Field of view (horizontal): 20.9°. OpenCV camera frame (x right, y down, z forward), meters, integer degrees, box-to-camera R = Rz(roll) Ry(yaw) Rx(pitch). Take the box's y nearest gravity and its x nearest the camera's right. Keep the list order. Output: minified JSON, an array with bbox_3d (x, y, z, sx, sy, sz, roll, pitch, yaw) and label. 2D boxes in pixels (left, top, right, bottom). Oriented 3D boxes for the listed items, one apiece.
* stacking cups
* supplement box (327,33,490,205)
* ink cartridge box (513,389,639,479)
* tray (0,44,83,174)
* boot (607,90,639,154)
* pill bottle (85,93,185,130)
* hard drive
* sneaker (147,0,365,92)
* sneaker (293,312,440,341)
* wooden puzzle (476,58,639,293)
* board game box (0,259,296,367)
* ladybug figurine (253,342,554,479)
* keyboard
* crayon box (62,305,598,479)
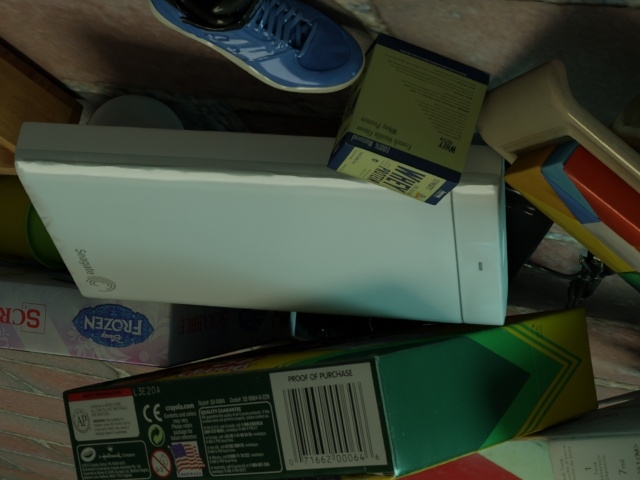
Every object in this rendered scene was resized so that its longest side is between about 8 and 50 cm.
[{"bbox_3d":[-0.170,-0.001,1.574,0.316,0.096,0.096,11,163,36],"label":"stacking cups"},{"bbox_3d":[0.059,-0.081,1.176,0.083,0.083,0.056,19,162,-7],"label":"supplement box"},{"bbox_3d":[0.306,0.171,1.531,0.275,0.060,0.239,-10,178,-35],"label":"ink cartridge box"},{"bbox_3d":[-0.422,-0.137,1.488,0.411,0.076,0.203,5,159,37],"label":"tray"},{"bbox_3d":[0.285,-0.024,1.145,0.269,0.089,0.236,28,148,-33],"label":"boot"},{"bbox_3d":[-0.167,-0.062,1.448,0.086,0.086,0.152,21,162,-12],"label":"pill bottle"},{"bbox_3d":[-0.035,-0.009,1.339,0.353,0.047,0.233,4,153,9],"label":"hard drive"},{"bbox_3d":[-0.039,-0.144,1.120,0.152,0.058,0.084,26,171,-5],"label":"sneaker"},{"bbox_3d":[0.047,0.082,1.752,0.170,0.051,0.089,11,162,5],"label":"sneaker"},{"bbox_3d":[0.198,-0.009,1.110,0.239,0.044,0.221,44,175,-4],"label":"wooden puzzle"},{"bbox_3d":[-0.224,0.061,1.671,0.318,0.066,0.319,6,-177,20],"label":"board game box"},{"bbox_3d":[0.097,0.261,2.058,0.449,0.162,0.305,24,161,-20],"label":"ladybug figurine"},{"bbox_3d":[0.151,0.003,1.437,0.201,0.033,0.317,22,164,1],"label":"keyboard"},{"bbox_3d":[0.011,0.141,1.545,0.363,0.106,0.313,-9,180,39],"label":"crayon box"}]
